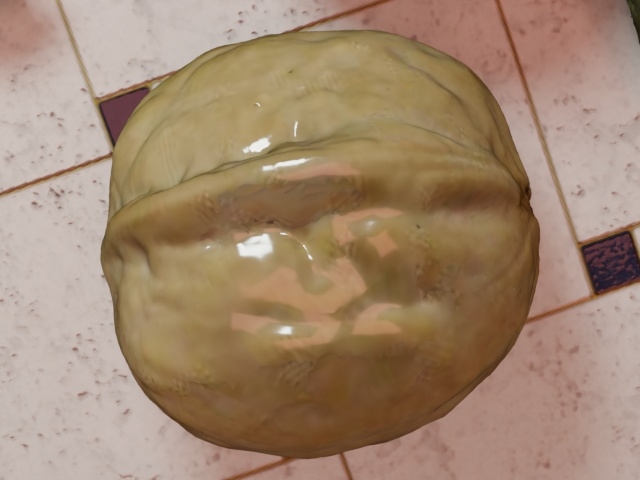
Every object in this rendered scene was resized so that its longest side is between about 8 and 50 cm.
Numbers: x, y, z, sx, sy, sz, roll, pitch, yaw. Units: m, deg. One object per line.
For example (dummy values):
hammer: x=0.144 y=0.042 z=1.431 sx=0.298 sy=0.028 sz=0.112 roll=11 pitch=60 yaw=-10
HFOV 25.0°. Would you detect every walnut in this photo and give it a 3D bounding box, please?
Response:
walnut: x=0.000 y=0.000 z=1.199 sx=0.381 sy=0.381 sz=0.381 roll=0 pitch=98 yaw=-2

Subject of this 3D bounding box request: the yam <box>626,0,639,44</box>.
yam: x=0.325 y=-0.252 z=1.219 sx=0.161 sy=0.161 sz=0.268 roll=-23 pitch=119 yaw=2
